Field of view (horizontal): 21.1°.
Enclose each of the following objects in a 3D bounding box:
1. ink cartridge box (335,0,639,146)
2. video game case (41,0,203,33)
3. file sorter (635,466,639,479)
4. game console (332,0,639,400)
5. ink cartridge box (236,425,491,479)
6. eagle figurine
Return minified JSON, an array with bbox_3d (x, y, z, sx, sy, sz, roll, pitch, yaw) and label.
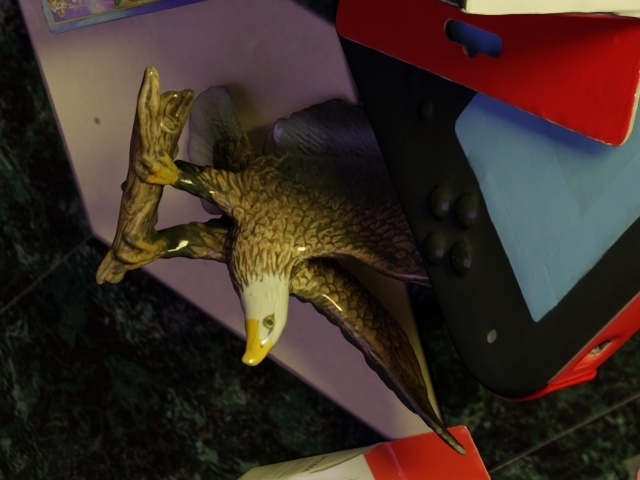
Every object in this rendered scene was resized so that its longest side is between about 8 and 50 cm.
[{"bbox_3d":[0.054,-0.216,0.947,0.309,0.130,0.272,31,118,55],"label":"ink cartridge box"},{"bbox_3d":[-0.119,-0.286,1.199,0.269,0.061,0.244,-5,109,37],"label":"video game case"},{"bbox_3d":[0.281,0.239,1.046,0.202,0.182,0.291,-119,34,-53],"label":"file sorter"},{"bbox_3d":[0.142,-0.132,0.967,0.386,0.060,0.342,-53,51,45],"label":"game console"},{"bbox_3d":[0.049,0.256,1.372,0.232,0.066,0.189,-16,103,44],"label":"ink cartridge box"},{"bbox_3d":[-0.002,0.010,1.222,0.298,0.225,0.226,14,171,-5],"label":"eagle figurine"}]
